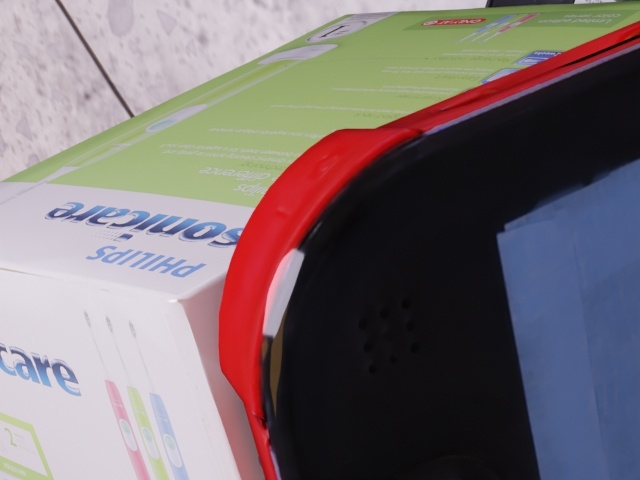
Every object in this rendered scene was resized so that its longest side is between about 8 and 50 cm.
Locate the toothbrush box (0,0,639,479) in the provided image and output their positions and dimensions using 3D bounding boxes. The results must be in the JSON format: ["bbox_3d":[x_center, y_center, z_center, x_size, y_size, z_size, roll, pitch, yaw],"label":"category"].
[{"bbox_3d":[0.000,0.000,0.550,0.206,0.283,0.122,7,119,46],"label":"toothbrush box"}]

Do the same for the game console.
[{"bbox_3d":[0.166,0.073,0.472,0.060,0.387,0.342,23,132,60],"label":"game console"}]

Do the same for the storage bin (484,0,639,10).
[{"bbox_3d":[0.153,-0.114,0.601,0.122,0.084,0.180,39,138,24],"label":"storage bin"}]
